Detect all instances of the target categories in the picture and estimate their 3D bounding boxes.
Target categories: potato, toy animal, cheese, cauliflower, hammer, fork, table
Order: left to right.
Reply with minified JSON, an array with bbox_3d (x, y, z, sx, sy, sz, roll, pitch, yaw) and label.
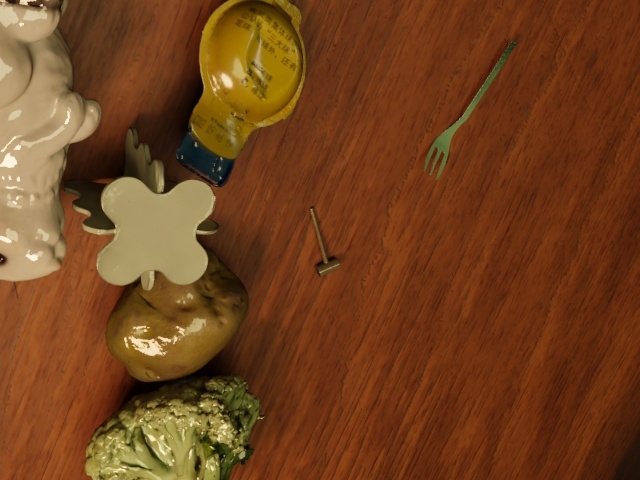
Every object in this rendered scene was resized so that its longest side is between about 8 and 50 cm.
[{"bbox_3d":[-0.387,-0.130,1.131,0.257,0.194,0.357,9,109,-3],"label":"toy animal"},{"bbox_3d":[-0.230,-0.044,1.232,0.166,0.198,0.167,-9,114,-21],"label":"table"},{"bbox_3d":[-0.198,0.105,1.350,0.154,0.137,0.200,42,87,6],"label":"potato"},{"bbox_3d":[-0.185,0.326,1.375,0.272,0.250,0.275,-28,147,-10],"label":"cauliflower"},{"bbox_3d":[-0.100,-0.203,1.266,0.177,0.069,0.270,35,73,-38],"label":"cheese"},{"bbox_3d":[0.000,0.000,1.462,0.035,0.019,0.110,-22,113,-15],"label":"hammer"},{"bbox_3d":[0.226,-0.200,1.476,0.039,0.021,0.235,29,96,-35],"label":"fork"}]
